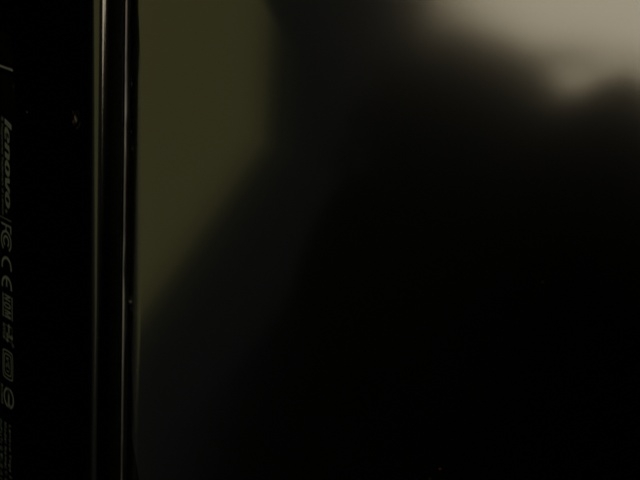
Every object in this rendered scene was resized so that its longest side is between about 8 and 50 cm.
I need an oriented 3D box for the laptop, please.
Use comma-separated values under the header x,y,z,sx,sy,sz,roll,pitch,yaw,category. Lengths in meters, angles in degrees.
x,y,z,sx,sy,sz,roll,pitch,yaw,category
0.000,0.000,0.560,0.408,0.236,0.382,22,115,50,laptop
